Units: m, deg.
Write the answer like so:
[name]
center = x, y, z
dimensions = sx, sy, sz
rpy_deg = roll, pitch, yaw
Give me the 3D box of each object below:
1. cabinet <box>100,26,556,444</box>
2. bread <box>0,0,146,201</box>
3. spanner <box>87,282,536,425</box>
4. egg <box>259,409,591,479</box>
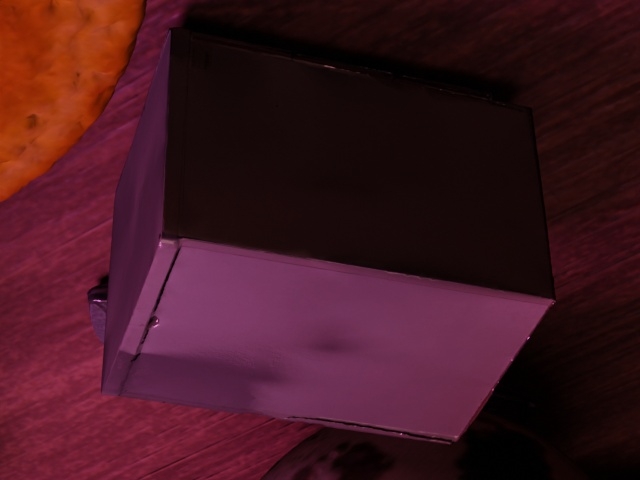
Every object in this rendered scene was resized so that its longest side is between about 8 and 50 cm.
[cabinet]
center = 0.000, 0.000, 0.903
dimensions = 0.206, 0.150, 0.145
rpy_deg = 10, 140, -14
[bread]
center = -0.213, -0.121, 0.708
dimensions = 0.312, 0.172, 0.312
rpy_deg = -20, 152, -11
[spanner]
center = 0.002, 0.078, 1.080
dimensions = 0.325, 0.026, 0.093
rpy_deg = 17, 134, -22
[egg]
center = 0.061, 0.262, 1.093
dimensions = 0.287, 0.287, 0.379
rpy_deg = 6, 156, -10
